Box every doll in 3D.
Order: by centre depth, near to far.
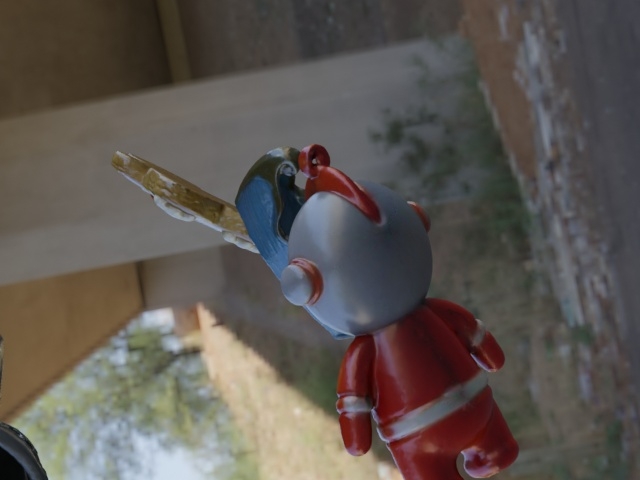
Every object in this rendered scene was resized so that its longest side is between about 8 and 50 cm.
[{"bbox_3d":[0.043,0.051,0.933,0.076,0.142,0.245,-26,92,52],"label":"doll"}]

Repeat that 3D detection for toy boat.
[{"bbox_3d":[0.000,0.000,1.219,0.185,0.077,0.075,51,-147,-23],"label":"toy boat"}]

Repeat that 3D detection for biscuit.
[{"bbox_3d":[-0.137,-0.042,1.455,0.035,0.158,0.240,-62,27,0],"label":"biscuit"}]

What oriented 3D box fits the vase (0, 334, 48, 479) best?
[{"bbox_3d":[-0.277,0.193,1.147,0.301,0.156,0.251,162,117,-83],"label":"vase"}]
